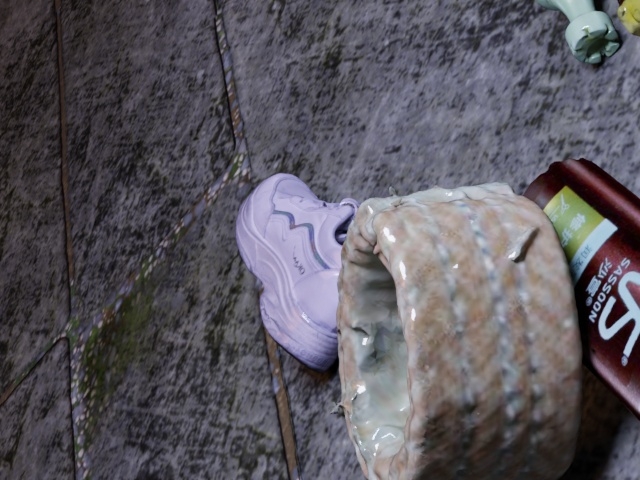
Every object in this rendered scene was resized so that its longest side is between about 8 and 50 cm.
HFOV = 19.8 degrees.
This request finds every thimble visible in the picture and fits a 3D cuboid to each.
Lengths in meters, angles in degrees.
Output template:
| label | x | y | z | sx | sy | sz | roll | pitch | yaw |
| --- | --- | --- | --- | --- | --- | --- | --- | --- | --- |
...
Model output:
| label | x | y | z | sx | sy | sz | roll | pitch | yaw |
| --- | --- | --- | --- | --- | --- | --- | --- | --- | --- |
| thimble | 0.098 | 0.082 | 1.375 | 0.196 | 0.148 | 0.229 | -132 | 39 | -60 |

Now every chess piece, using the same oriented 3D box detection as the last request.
| label | x | y | z | sx | sy | sz | roll | pitch | yaw |
| --- | --- | --- | --- | --- | --- | --- | --- | --- | --- |
| chess piece | 0.224 | -0.203 | 1.590 | 0.067 | 0.067 | 0.103 | -44 | 42 | 30 |

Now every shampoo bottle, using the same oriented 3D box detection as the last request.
| label | x | y | z | sx | sy | sz | roll | pitch | yaw |
| --- | --- | --- | --- | --- | --- | --- | --- | --- | --- |
| shampoo bottle | 0.235 | 0.052 | 1.329 | 0.129 | 0.084 | 0.323 | -60 | 29 | 14 |

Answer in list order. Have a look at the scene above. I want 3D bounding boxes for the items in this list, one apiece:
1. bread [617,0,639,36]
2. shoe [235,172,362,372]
| label | x | y | z | sx | sy | sz | roll | pitch | yaw |
| --- | --- | --- | --- | --- | --- | --- | --- | --- | --- |
| bread | 0.325 | -0.270 | 1.349 | 0.361 | 0.077 | 0.138 | 143 | 125 | -62 |
| shoe | 0.000 | 0.000 | 1.756 | 0.137 | 0.095 | 0.245 | -44 | 37 | 24 |
